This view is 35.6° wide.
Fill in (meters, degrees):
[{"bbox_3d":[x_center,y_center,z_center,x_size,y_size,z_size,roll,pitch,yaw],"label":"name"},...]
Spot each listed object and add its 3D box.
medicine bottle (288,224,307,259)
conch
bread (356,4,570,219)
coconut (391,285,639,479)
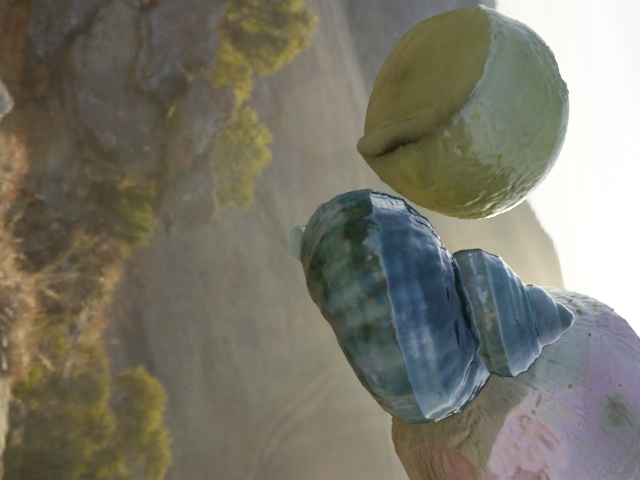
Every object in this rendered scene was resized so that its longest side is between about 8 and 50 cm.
[{"bbox_3d":[0.000,0.000,1.370,0.083,0.047,0.047,-8,88,-39],"label":"medicine bottle"},{"bbox_3d":[0.109,0.071,0.982,0.195,0.277,0.220,80,18,-73],"label":"conch"},{"bbox_3d":[0.216,-0.187,1.509,0.237,0.320,0.320,29,43,-37],"label":"bread"},{"bbox_3d":[0.282,0.235,1.410,0.404,0.404,0.405,-9,90,-81],"label":"coconut"}]
